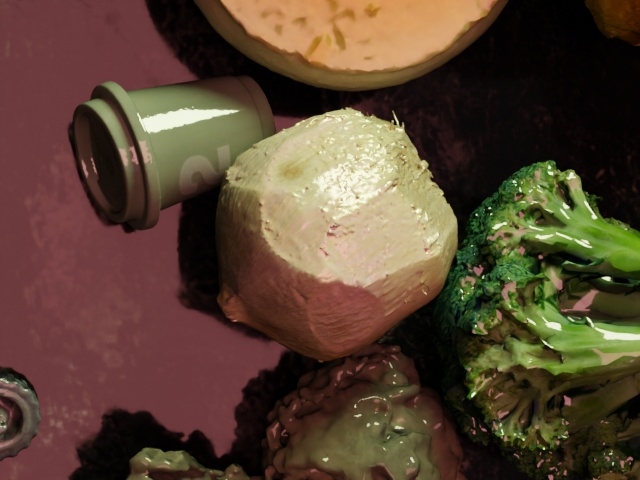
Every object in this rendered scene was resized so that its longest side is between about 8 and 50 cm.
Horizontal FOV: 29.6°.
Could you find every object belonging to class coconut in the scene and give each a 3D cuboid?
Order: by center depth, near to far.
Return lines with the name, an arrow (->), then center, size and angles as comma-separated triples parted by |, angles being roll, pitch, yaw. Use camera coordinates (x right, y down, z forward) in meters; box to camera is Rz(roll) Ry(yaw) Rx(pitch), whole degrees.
coconut -> 0.001, 0.003, 0.938 | 0.194, 0.194, 0.194 | 0, 89, -14

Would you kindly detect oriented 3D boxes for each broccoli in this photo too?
broccoli -> 0.220, 0.075, 0.983 | 0.265, 0.245, 0.294 | -40, 119, -40

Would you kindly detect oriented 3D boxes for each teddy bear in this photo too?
teddy bear -> -0.005, 0.245, 0.943 | 0.357, 0.224, 0.367 | 33, 79, -26

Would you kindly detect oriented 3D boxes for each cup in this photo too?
cup -> -0.114, -0.079, 0.971 | 0.141, 0.120, 0.120 | -19, 94, -28

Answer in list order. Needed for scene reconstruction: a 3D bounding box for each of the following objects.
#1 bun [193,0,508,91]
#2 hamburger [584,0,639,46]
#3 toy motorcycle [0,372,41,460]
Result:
bun -> 0.025, -0.271, 0.977 | 0.299, 0.165, 0.298 | -1, 101, -5
hamburger -> 0.264, -0.327, 0.988 | 0.170, 0.290, 0.314 | -18, 91, 14
toy motorcycle -> -0.327, 0.104, 0.923 | 0.130, 0.094, 0.229 | -45, 112, -6
